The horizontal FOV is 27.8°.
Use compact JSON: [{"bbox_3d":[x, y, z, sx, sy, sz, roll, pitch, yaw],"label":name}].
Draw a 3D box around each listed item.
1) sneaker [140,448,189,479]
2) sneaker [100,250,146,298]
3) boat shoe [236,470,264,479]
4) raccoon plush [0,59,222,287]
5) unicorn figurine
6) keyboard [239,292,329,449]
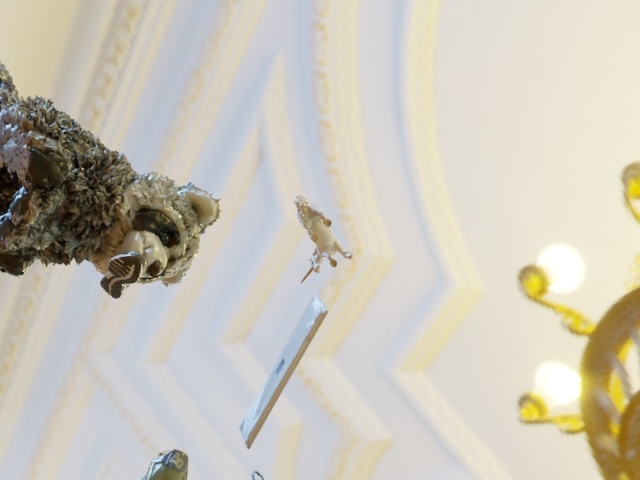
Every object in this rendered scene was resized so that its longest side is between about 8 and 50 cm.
[{"bbox_3d":[-0.219,0.341,1.835,0.064,0.086,0.192,28,-20,-4],"label":"sneaker"},{"bbox_3d":[-0.227,0.031,1.522,0.040,0.043,0.109,45,-31,-6],"label":"sneaker"},{"bbox_3d":[-0.119,0.410,1.987,0.109,0.258,0.089,160,-84,-68],"label":"boat shoe"},{"bbox_3d":[-0.324,-0.120,1.829,0.216,0.299,0.446,-46,-130,40],"label":"raccoon plush"},{"bbox_3d":[0.000,0.000,1.870,0.111,0.060,0.161,-138,-148,-62],"label":"unicorn figurine"},{"bbox_3d":[-0.059,0.201,1.995,0.256,0.014,0.072,-60,-163,11],"label":"keyboard"}]
